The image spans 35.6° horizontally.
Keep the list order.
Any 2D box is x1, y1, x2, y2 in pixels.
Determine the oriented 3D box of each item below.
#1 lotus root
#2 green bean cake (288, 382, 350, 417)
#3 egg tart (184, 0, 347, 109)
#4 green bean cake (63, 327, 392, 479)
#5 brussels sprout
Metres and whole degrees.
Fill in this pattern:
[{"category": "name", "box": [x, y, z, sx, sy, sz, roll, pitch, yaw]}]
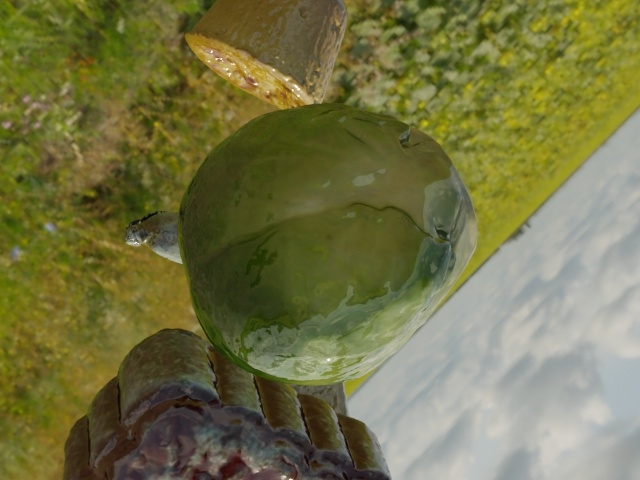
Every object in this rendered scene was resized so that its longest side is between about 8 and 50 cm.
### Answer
[{"category": "lotus root", "box": [-0.222, -0.007, 1.541, 0.088, 0.165, 0.088, -170, -90, -73]}, {"category": "green bean cake", "box": [-0.058, 0.205, 1.052, 0.179, 0.109, 0.085, -16, 178, -19]}, {"category": "egg tart", "box": [-0.060, -0.270, 1.299, 0.147, 0.202, 0.202, -63, 174, -7]}, {"category": "green bean cake", "box": [-0.075, 0.191, 0.725, 0.198, 0.232, 0.097, -50, -156, 12]}, {"category": "brussels sprout", "box": [0.000, 0.000, 0.514, 0.155, 0.155, 0.117, -44, 164, -8]}]
